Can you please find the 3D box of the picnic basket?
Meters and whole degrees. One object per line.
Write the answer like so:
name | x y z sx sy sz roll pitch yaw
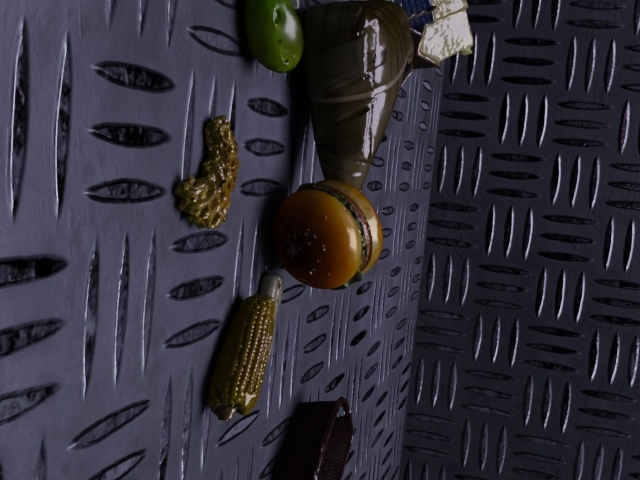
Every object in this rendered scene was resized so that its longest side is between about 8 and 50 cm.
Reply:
picnic basket | -0.020 0.542 1.981 0.297 0.129 0.222 -67 156 -44

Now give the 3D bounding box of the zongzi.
zongzi | 0.103 -0.328 1.866 0.500 0.218 0.466 -40 137 -63

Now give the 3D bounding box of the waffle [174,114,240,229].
waffle | -0.178 -0.110 1.316 0.149 0.051 0.194 67 34 -62

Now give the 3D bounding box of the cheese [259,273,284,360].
cheese | -0.115 0.164 1.654 0.065 0.043 0.194 51 49 -69

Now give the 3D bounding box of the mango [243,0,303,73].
mango | -0.089 -0.386 1.418 0.119 0.100 0.178 -128 -162 -51

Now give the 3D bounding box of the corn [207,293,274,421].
corn | -0.144 0.220 1.494 0.097 0.097 0.261 71 30 -56

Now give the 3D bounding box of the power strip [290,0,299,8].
power strip | -0.057 -0.511 1.494 0.192 0.035 0.081 -89 173 -49

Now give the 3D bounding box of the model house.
model house | 0.262 -0.657 2.319 0.266 0.261 0.321 -37 119 -33

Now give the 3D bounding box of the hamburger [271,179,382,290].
hamburger | 0.001 -0.001 1.655 0.170 0.246 0.246 -27 125 -47
